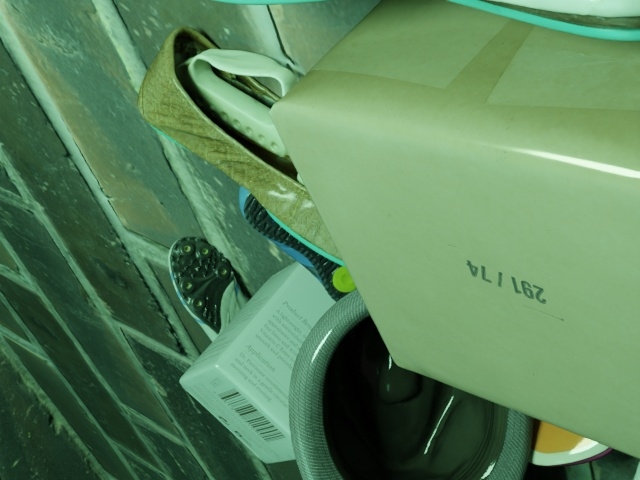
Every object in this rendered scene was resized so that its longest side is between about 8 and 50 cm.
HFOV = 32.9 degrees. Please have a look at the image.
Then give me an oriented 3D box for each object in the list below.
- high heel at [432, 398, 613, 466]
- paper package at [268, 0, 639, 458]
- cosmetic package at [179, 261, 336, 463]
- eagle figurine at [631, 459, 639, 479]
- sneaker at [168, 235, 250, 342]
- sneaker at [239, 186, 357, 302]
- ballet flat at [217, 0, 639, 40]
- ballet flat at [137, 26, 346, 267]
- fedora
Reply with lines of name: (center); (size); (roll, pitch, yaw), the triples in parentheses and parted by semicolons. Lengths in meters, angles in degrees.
high heel: (0.228, 0.208, 1.154); (0.117, 0.082, 0.244); (25, 155, -39)
paper package: (0.172, -0.010, 0.750); (0.325, 0.168, 0.309); (17, 145, 41)
cosmetic package: (-0.036, 0.139, 1.263); (0.151, 0.183, 0.151); (45, 154, -7)
eagle figurine: (0.315, 0.280, 0.970); (0.298, 0.226, 0.225); (7, 125, 56)
sneaker: (-0.131, 0.094, 1.451); (0.237, 0.085, 0.086); (55, 159, -20)
sneaker: (0.000, 0.000, 1.149); (0.209, 0.069, 0.082); (40, -171, -17)
ballet flat: (0.053, -0.212, 0.673); (0.400, 0.139, 0.139); (15, 144, 37)
ballet flat: (-0.028, -0.093, 1.000); (0.342, 0.116, 0.124); (37, 136, 20)
fedora: (0.086, 0.165, 1.108); (0.124, 0.244, 0.275); (-133, 30, -82)
